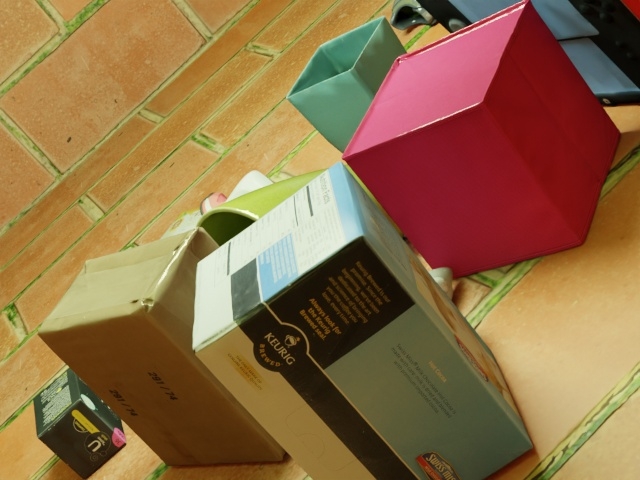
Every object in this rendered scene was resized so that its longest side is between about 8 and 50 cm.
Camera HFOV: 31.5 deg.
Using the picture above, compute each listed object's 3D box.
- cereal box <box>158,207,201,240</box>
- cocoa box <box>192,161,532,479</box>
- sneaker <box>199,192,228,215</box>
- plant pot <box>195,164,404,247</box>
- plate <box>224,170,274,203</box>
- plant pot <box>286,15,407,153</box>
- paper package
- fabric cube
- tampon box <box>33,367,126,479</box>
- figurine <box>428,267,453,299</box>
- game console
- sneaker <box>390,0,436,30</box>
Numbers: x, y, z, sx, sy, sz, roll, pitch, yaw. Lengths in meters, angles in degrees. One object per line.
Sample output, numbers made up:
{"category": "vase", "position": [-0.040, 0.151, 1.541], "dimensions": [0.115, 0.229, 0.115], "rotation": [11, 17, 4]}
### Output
{"category": "cereal box", "position": [-0.304, 0.025, 2.410], "dimensions": [0.173, 0.047, 0.240], "rotation": [-8, 39, 51]}
{"category": "cocoa box", "position": [0.046, 0.130, 1.325], "dimensions": [0.228, 0.347, 0.231], "rotation": [-35, 23, 10]}
{"category": "sneaker", "position": [-0.137, -0.020, 2.197], "dimensions": [0.136, 0.116, 0.314], "rotation": [-31, 30, -2]}
{"category": "plant pot", "position": [0.000, 0.000, 1.775], "dimensions": [0.293, 0.275, 0.274], "rotation": [-38, 18, -35]}
{"category": "plate", "position": [-0.139, 0.028, 1.992], "dimensions": [0.278, 0.045, 0.277], "rotation": [-53, 44, 1]}
{"category": "plant pot", "position": [0.095, -0.245, 2.050], "dimensions": [0.165, 0.234, 0.166], "rotation": [-17, 34, 42]}
{"category": "paper package", "position": [-0.202, 0.165, 1.663], "dimensions": [0.309, 0.325, 0.168], "rotation": [-13, 36, 46]}
{"category": "fabric cube", "position": [0.235, -0.139, 1.627], "dimensions": [0.254, 0.258, 0.259], "rotation": [-19, 31, 42]}
{"category": "tampon box", "position": [-0.423, 0.314, 1.989], "dimensions": [0.101, 0.120, 0.161], "rotation": [-41, 24, -1]}
{"category": "figurine", "position": [0.098, 0.113, 1.574], "dimensions": [0.215, 0.092, 0.209], "rotation": [-34, 2, 13]}
{"category": "game console", "position": [0.336, -0.308, 1.670], "dimensions": [0.060, 0.342, 0.386], "rotation": [-55, 27, -14]}
{"category": "sneaker", "position": [0.270, -0.539, 2.496], "dimensions": [0.300, 0.111, 0.121], "rotation": [-17, 44, 50]}
